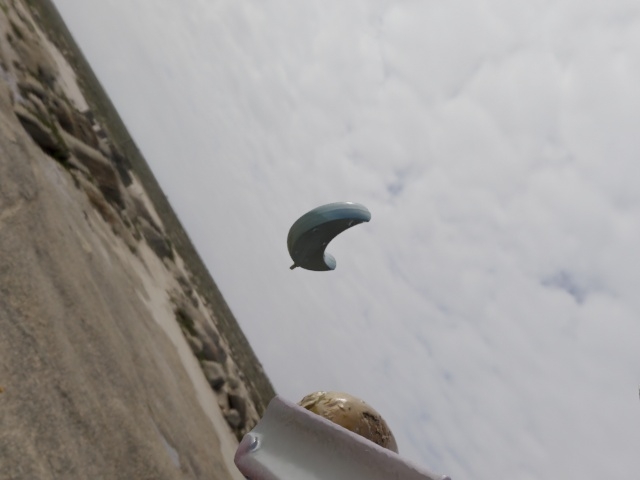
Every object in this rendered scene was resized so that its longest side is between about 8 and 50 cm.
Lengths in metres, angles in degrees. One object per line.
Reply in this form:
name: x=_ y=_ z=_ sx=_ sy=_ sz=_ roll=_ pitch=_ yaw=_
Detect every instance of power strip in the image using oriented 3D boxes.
power strip: x=0.000 y=0.000 z=1.335 sx=0.253 sy=0.167 sz=0.054 roll=-54 pitch=-141 yaw=45

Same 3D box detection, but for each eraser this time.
eraser: x=0.062 y=0.342 z=0.655 sx=0.272 sy=0.122 sz=0.359 roll=53 pitch=-25 yaw=-18

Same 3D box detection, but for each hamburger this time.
hamburger: x=0.036 y=0.493 z=1.222 sx=0.284 sy=0.304 sz=0.174 roll=43 pitch=-34 yaw=-24

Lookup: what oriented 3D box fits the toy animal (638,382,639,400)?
toy animal: x=0.946 y=0.433 z=1.445 sx=0.131 sy=0.221 sz=0.104 roll=-17 pitch=103 yaw=-62
